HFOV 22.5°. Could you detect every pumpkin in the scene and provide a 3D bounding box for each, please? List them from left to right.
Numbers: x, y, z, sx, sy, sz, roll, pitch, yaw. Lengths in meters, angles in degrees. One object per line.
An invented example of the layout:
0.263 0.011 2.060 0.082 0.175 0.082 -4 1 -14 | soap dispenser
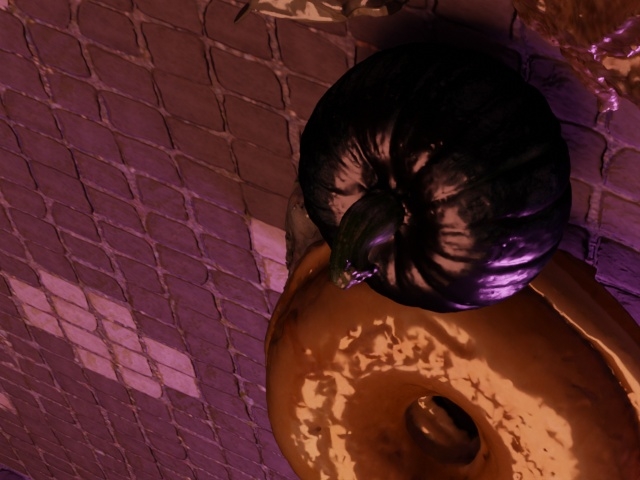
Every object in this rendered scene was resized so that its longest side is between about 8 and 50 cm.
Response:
0.083 -0.039 1.378 0.248 0.248 0.248 24 154 13 | pumpkin

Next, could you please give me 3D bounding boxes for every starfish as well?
0.222 -0.177 1.127 0.324 0.082 0.432 26 159 42 | starfish

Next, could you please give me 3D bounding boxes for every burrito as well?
0.002 0.003 1.765 0.096 0.066 0.309 22 155 7 | burrito

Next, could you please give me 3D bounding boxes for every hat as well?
-0.005 -0.220 1.374 0.122 0.081 0.166 -4 180 -18 | hat

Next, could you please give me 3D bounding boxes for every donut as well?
0.145 0.163 1.627 0.449 0.198 0.448 15 123 24 | donut
